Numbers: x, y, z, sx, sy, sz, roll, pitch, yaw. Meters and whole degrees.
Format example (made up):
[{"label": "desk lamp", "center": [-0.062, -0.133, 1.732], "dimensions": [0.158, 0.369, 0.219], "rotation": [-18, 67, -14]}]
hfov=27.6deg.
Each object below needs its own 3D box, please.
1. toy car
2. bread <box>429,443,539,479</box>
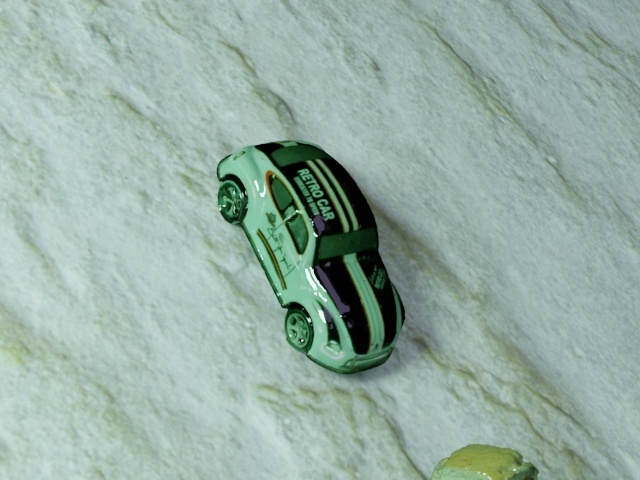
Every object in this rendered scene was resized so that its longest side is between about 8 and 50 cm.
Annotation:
[{"label": "toy car", "center": [0.000, 0.000, 1.493], "dimensions": [0.136, 0.125, 0.306], "rotation": [-11, 62, -38]}, {"label": "bread", "center": [0.162, 0.288, 1.403], "dimensions": [0.110, 0.156, 0.103], "rotation": [26, 28, 34]}]
